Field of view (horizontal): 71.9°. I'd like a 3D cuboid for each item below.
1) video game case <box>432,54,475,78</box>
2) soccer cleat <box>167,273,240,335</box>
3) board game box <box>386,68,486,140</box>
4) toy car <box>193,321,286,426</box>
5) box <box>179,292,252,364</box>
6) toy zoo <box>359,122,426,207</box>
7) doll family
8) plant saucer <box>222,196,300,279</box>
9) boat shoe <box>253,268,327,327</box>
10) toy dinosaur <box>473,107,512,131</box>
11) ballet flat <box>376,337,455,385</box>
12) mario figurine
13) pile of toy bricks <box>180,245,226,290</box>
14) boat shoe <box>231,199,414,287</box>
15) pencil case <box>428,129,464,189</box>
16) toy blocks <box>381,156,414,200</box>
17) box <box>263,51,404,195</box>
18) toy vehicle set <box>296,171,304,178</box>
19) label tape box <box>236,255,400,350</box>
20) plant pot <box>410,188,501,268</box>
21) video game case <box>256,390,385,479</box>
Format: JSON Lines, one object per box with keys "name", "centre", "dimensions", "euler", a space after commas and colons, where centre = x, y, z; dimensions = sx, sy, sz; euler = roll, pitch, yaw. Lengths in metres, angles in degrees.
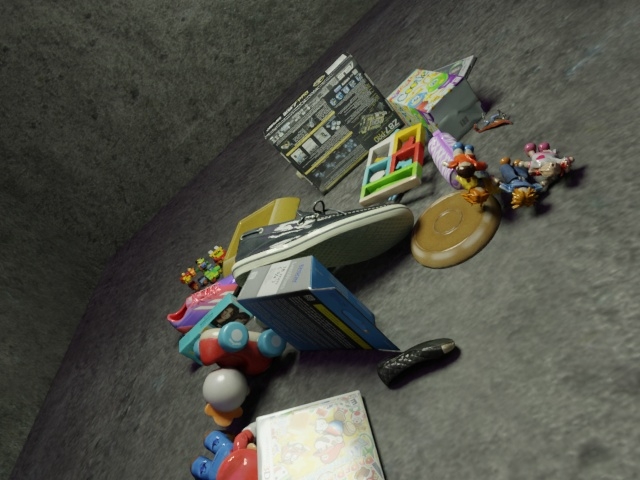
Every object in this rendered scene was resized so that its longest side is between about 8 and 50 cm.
{"name": "video game case", "centre": [0.428, -0.553, 1.540], "dimensions": [0.190, 0.022, 0.173], "euler": [-3, 51, 52]}
{"name": "soccer cleat", "centre": [-0.421, 0.223, 1.622], "dimensions": [0.318, 0.116, 0.109], "euler": [-43, 29, 9]}
{"name": "board game box", "centre": [0.346, -0.415, 1.356], "dimensions": [0.144, 0.142, 0.275], "euler": [-44, 29, 5]}
{"name": "toy car", "centre": [-0.222, 0.358, 1.150], "dimensions": [0.219, 0.210, 0.238], "euler": [-30, 51, 49]}
{"name": "box", "centre": [-0.345, 0.292, 1.454], "dimensions": [0.244, 0.100, 0.060], "euler": [-44, 30, 6]}
{"name": "toy zoo", "centre": [0.218, -0.240, 1.313], "dimensions": [0.192, 0.030, 0.293], "euler": [-21, 39, 37]}
{"name": "doll family", "centre": [0.401, -0.132, 0.966], "dimensions": [0.262, 0.118, 0.163], "euler": [1, 33, 13]}
{"name": "plant saucer", "centre": [-0.249, -0.017, 1.727], "dimensions": [0.332, 0.081, 0.333], "euler": [-26, 35, 32]}
{"name": "boat shoe", "centre": [-0.098, 0.122, 1.319], "dimensions": [0.302, 0.114, 0.091], "euler": [-43, 33, 4]}
{"name": "toy dinosaur", "centre": [0.458, -0.318, 1.197], "dimensions": [0.082, 0.047, 0.090], "euler": [-50, 34, 35]}
{"name": "ballet flat", "centre": [0.191, 0.238, 0.878], "dimensions": [0.173, 0.049, 0.057], "euler": [-31, -10, 25]}
{"name": "mario figurine", "centre": [-0.170, 0.521, 0.964], "dimensions": [0.320, 0.170, 0.198], "euler": [-17, 76, 58]}
{"name": "pile of toy bricks", "centre": [-0.461, 0.133, 1.826], "dimensions": [0.105, 0.118, 0.212], "euler": [31, 61, 33]}
{"name": "boat shoe", "centre": [-0.006, -0.013, 1.166], "dimensions": [0.499, 0.187, 0.156], "euler": [-18, 56, 11]}
{"name": "pencil case", "centre": [0.347, -0.213, 1.165], "dimensions": [0.086, 0.088, 0.206], "euler": [-35, 30, 16]}
{"name": "toy blocks", "centre": [0.220, -0.183, 1.331], "dimensions": [0.123, 0.054, 0.148], "euler": [7, 60, 55]}
{"name": "box", "centre": [0.048, -0.397, 1.550], "dimensions": [0.395, 0.318, 0.097], "euler": [-41, 29, 13]}
{"name": "toy vehicle set", "centre": [0.019, -0.375, 1.851], "dimensions": [0.266, 0.035, 0.166], "euler": [-25, 36, 35]}
{"name": "label tape box", "centre": [0.001, 0.152, 1.023], "dimensions": [0.333, 0.240, 0.106], "euler": [-14, 41, 44]}
{"name": "plant pot", "centre": [0.310, -0.039, 1.057], "dimensions": [0.236, 0.032, 0.236], "euler": [-34, 31, 23]}
{"name": "video game case", "centre": [-0.009, 0.402, 0.843], "dimensions": [0.226, 0.026, 0.206], "euler": [-14, 33, -1]}
